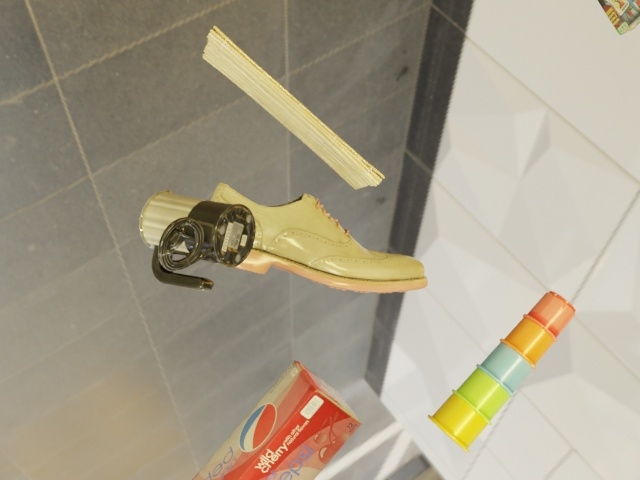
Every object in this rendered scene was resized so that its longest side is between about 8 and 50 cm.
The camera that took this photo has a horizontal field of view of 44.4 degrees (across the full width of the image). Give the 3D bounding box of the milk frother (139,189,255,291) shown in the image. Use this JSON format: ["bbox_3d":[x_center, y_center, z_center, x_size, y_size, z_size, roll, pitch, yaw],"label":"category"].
[{"bbox_3d":[-0.183,-0.013,1.008,0.143,0.135,0.129,51,57,-51],"label":"milk frother"}]

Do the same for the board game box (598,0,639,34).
[{"bbox_3d":[0.395,-0.364,0.956,0.030,0.136,0.259,-25,172,-6],"label":"board game box"}]

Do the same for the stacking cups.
[{"bbox_3d":[0.324,0.223,1.387,0.316,0.096,0.096,-49,156,-7],"label":"stacking cups"}]

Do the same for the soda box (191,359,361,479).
[{"bbox_3d":[-0.075,0.280,0.951,0.083,0.092,0.263,41,89,-25],"label":"soda box"}]

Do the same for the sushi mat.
[{"bbox_3d":[-0.046,-0.184,1.138,0.019,0.317,0.151,-50,-172,-6],"label":"sushi mat"}]

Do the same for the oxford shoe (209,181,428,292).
[{"bbox_3d":[0.000,0.000,1.304,0.140,0.397,0.146,-173,-85,-76],"label":"oxford shoe"}]
